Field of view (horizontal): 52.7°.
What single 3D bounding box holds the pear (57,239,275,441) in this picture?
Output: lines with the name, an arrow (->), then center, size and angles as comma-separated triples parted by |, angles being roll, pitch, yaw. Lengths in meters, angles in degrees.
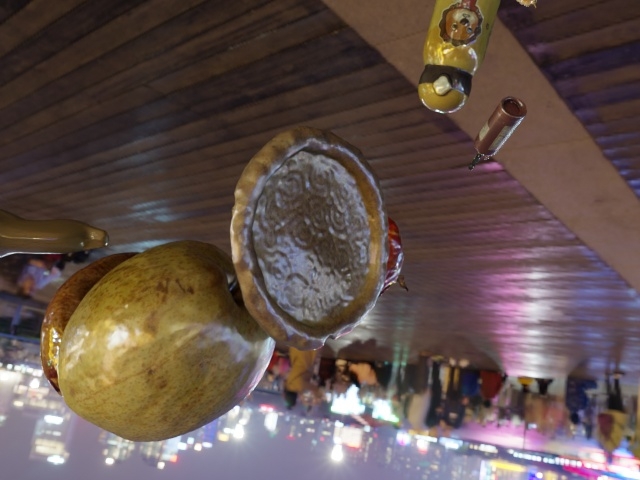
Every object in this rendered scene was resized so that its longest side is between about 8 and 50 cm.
pear -> -0.148, 0.098, 0.677 | 0.211, 0.188, 0.228 | -27, -174, 20

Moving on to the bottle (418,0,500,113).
bottle -> 0.366, -0.518, 1.744 | 0.172, 0.351, 0.171 | 14, 180, 0

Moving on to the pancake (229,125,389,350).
pancake -> -0.001, 0.000, 0.556 | 0.021, 0.199, 0.199 | 2, 163, 43

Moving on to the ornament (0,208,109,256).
ornament -> -0.376, -0.007, 0.679 | 0.245, 0.061, 0.230 | 6, -174, 19

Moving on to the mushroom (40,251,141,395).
mushroom -> -0.257, 0.133, 0.976 | 0.255, 0.267, 0.267 | -19, 159, 7

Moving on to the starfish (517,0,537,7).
starfish -> 0.291, -0.481, 1.009 | 0.293, 0.301, 0.084 | 43, -162, 21

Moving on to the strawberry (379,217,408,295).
strawberry -> 0.043, 0.060, 1.430 | 0.344, 0.292, 0.292 | 2, 163, 35

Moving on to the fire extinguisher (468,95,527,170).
fire extinguisher -> 0.447, -0.269, 1.686 | 0.071, 0.099, 0.231 | 34, 148, 5
